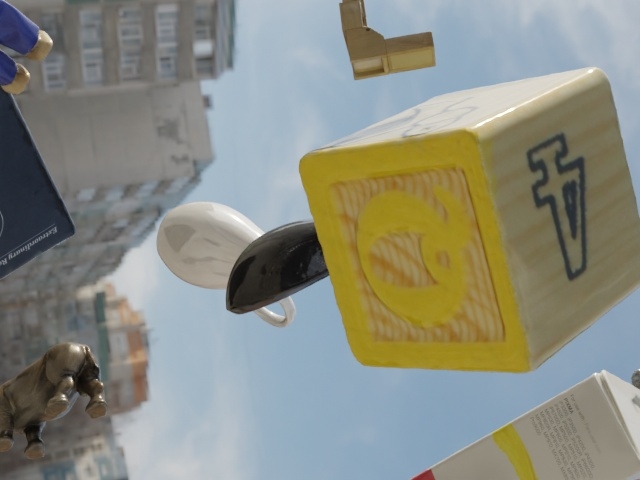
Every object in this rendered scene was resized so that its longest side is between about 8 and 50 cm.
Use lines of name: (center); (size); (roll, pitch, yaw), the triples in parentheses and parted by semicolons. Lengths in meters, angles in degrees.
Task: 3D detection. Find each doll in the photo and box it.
doll: (-0.326, -0.191, 0.944); (0.129, 0.189, 0.046); (-55, -136, 3)

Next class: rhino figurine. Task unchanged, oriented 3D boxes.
rhino figurine: (-0.353, 0.203, 1.308); (0.073, 0.243, 0.106); (42, 25, -39)

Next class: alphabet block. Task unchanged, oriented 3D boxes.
alphabet block: (0.130, -0.018, 0.916); (0.192, 0.197, 0.193); (-6, -74, 47)

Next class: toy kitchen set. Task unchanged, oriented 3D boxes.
toy kitchen set: (0.060, -0.182, 0.982); (0.068, 0.075, 0.083); (69, 14, -66)

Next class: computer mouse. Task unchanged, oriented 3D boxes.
computer mouse: (0.000, 0.000, 1.284); (0.188, 0.272, 0.072); (-10, -75, 66)

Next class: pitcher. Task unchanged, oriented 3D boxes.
pitcher: (-0.129, 0.038, 1.618); (0.207, 0.125, 0.177); (17, -50, 24)

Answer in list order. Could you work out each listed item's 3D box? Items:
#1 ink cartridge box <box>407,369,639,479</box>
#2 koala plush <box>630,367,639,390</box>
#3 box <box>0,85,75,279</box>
ink cartridge box: (0.340, 0.378, 1.680); (0.385, 0.279, 0.160); (-35, -123, 21)
koala plush: (0.670, 0.203, 1.975); (0.203, 0.196, 0.221); (46, -20, 61)
box: (-0.551, -0.112, 1.463); (0.212, 0.293, 0.395); (40, -25, 37)
